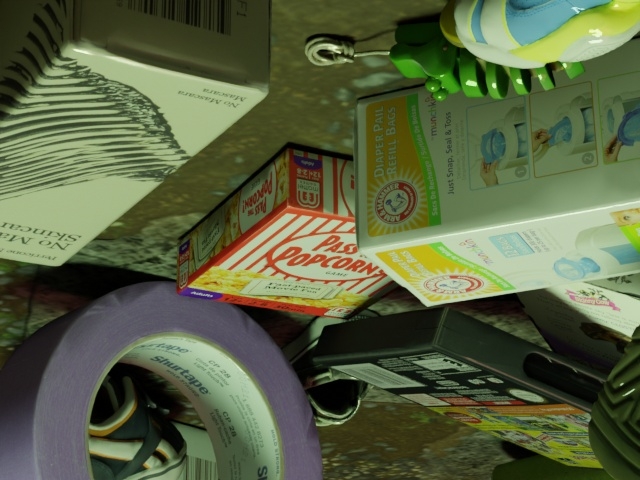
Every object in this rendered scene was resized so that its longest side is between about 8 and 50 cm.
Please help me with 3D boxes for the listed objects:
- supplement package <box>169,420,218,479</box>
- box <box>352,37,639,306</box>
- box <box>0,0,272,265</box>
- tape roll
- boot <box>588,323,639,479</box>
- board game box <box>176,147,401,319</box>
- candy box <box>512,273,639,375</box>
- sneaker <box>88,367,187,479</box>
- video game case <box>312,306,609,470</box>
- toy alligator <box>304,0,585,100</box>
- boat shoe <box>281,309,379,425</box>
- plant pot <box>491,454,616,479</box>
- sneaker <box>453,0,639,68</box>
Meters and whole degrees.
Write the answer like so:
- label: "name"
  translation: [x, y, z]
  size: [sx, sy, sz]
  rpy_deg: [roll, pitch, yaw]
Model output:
- label: "supplement package"
  translation: [-0.194, 0.270, 1.740]
  size: [0.179, 0.105, 0.105]
  rpy_deg: [-17, 154, 37]
- label: "box"
  translation: [0.133, -0.038, 0.969]
  size: [0.203, 0.103, 0.114]
  rpy_deg: [-10, 156, 23]
- label: "box"
  translation: [-0.137, -0.077, 0.874]
  size: [0.113, 0.094, 0.275]
  rpy_deg: [11, 155, -27]
- label: "tape roll"
  translation: [-0.130, 0.175, 1.270]
  size: [0.274, 0.275, 0.090]
  rpy_deg: [16, 154, -36]
- label: "boot"
  translation: [0.298, 0.044, 0.965]
  size: [0.269, 0.089, 0.236]
  rpy_deg: [-1, 133, -45]
- label: "board game box"
  translation: [0.000, 0.000, 1.141]
  size: [0.146, 0.045, 0.193]
  rpy_deg: [9, 157, -24]
- label: "candy box"
  translation: [0.227, 0.051, 1.105]
  size: [0.164, 0.070, 0.196]
  rpy_deg: [18, 159, 37]
- label: "sneaker"
  translation: [-0.204, 0.176, 1.504]
  size: [0.126, 0.127, 0.321]
  rpy_deg: [2, -176, 10]
- label: "video game case"
  translation: [0.147, 0.115, 1.180]
  size: [0.248, 0.035, 0.275]
  rpy_deg: [24, 168, -13]
- label: "toy alligator"
  translation: [0.080, -0.100, 0.880]
  size: [0.189, 0.051, 0.056]
  rpy_deg: [-9, 157, 20]
- label: "boat shoe"
  translation: [0.001, 0.127, 1.431]
  size: [0.077, 0.070, 0.219]
  rpy_deg: [4, 158, -11]
- label: "plant pot"
  translation: [0.374, 0.318, 1.722]
  size: [0.293, 0.275, 0.275]
  rpy_deg: [-24, 152, 14]
- label: "sneaker"
  translation: [0.133, -0.162, 0.712]
  size: [0.240, 0.091, 0.126]
  rpy_deg: [-19, 133, 40]
